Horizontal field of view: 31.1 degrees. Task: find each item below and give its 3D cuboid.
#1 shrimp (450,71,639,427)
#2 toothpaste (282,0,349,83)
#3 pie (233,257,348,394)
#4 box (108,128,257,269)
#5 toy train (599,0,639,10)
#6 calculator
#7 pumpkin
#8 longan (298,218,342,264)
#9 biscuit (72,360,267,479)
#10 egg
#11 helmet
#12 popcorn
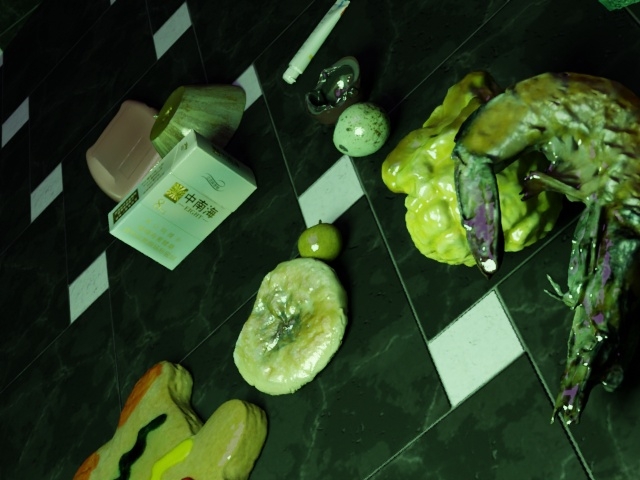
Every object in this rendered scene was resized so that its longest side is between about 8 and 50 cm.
[{"bbox_3d":[0.278,-0.004,1.338,0.085,0.272,0.444,113,166,-69],"label":"shrimp"},{"bbox_3d":[-0.009,-0.380,2.188,0.190,0.031,0.048,-55,31,-5],"label":"toothpaste"},{"bbox_3d":[-0.036,0.133,1.752,0.185,0.052,0.218,13,76,38],"label":"pie"},{"bbox_3d":[-0.255,-0.073,2.114,0.243,0.155,0.067,-43,37,20],"label":"box"},{"bbox_3d":[0.453,-0.381,1.583,0.172,0.070,0.099,-17,57,42],"label":"toy train"},{"bbox_3d":[-0.418,-0.199,2.521,0.220,0.048,0.330,-52,37,2],"label":"calculator"},{"bbox_3d":[-0.265,-0.249,2.315,0.217,0.110,0.217,-28,45,33],"label":"pumpkin"},{"bbox_3d":[0.000,0.000,1.811,0.075,0.075,0.083,-25,50,37],"label":"longan"},{"bbox_3d":[-0.258,0.365,1.815,0.368,0.076,0.394,-57,33,0],"label":"biscuit"},{"bbox_3d":[0.065,-0.179,1.871,0.110,0.085,0.085,-23,45,48],"label":"egg"},{"bbox_3d":[0.036,-0.249,1.979,0.123,0.070,0.098,-47,40,0],"label":"helmet"},{"bbox_3d":[0.203,-0.095,1.497,0.206,0.237,0.251,119,136,-76],"label":"popcorn"}]
